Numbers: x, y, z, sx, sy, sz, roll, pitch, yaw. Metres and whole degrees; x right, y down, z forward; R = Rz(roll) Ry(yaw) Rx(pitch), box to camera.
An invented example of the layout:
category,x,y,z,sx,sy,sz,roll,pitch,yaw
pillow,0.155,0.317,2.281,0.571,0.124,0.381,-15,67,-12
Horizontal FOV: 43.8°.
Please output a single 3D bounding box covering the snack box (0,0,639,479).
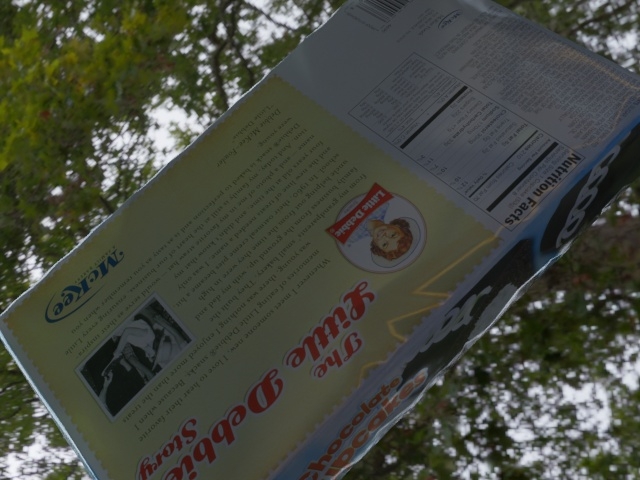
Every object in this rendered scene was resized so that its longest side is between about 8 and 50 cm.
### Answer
category,x,y,z,sx,sy,sz,roll,pitch,yaw
snack box,0.000,0.000,0.425,0.322,0.187,0.060,-43,-34,-7
